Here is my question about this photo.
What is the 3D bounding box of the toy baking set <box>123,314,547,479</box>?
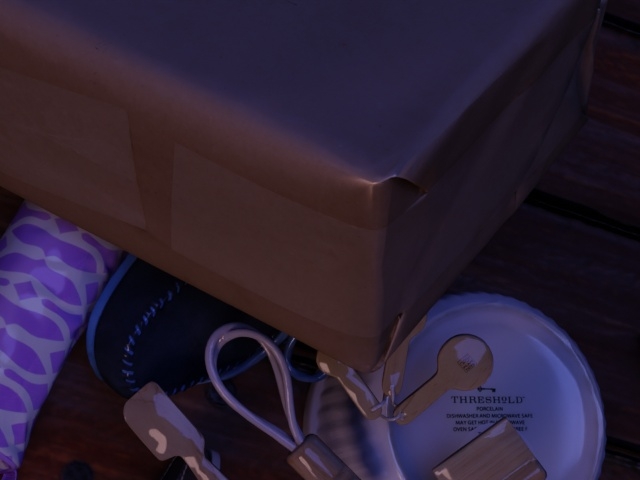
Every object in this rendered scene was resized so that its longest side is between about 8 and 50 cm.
[{"bbox_3d":[0.012,0.138,1.101,0.256,0.030,0.197,-11,95,0],"label":"toy baking set"}]

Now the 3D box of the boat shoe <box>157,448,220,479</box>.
[{"bbox_3d":[-0.136,0.213,1.112,0.065,0.075,0.206,35,73,-12],"label":"boat shoe"}]

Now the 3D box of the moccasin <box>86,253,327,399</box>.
[{"bbox_3d":[0.000,0.000,1.163,0.342,0.138,0.117,-37,49,-22],"label":"moccasin"}]

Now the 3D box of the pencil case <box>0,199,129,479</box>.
[{"bbox_3d":[-0.190,0.053,1.128,0.088,0.086,0.206,42,67,-32],"label":"pencil case"}]

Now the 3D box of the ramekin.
[{"bbox_3d":[0.101,0.132,1.199,0.207,0.109,0.207,5,76,-20],"label":"ramekin"}]

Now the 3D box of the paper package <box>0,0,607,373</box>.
[{"bbox_3d":[-0.021,-0.123,1.087,0.324,0.168,0.309,26,51,21],"label":"paper package"}]
